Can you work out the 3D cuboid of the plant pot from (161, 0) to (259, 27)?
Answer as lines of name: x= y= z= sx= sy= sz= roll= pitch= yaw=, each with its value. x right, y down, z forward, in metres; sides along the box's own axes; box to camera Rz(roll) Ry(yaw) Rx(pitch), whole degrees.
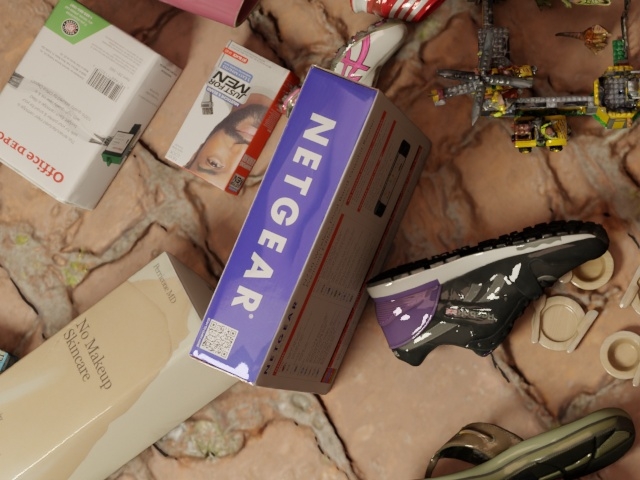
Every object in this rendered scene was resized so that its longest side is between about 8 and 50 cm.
plant pot: x=-0.147 y=-0.359 z=1.906 sx=0.180 sy=0.201 sz=0.201 roll=32 pitch=92 yaw=2

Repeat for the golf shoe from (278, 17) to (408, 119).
golf shoe: x=0.042 y=-0.190 z=1.889 sx=0.186 sy=0.067 sz=0.086 roll=-41 pitch=79 yaw=17

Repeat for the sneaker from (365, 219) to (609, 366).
sneaker: x=0.204 y=0.063 z=1.800 sx=0.283 sy=0.107 sz=0.124 roll=-17 pitch=95 yaw=18

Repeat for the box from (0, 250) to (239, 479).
box: x=-0.249 y=0.170 z=1.869 sx=0.311 sy=0.121 sz=0.148 roll=-38 pitch=55 yaw=7

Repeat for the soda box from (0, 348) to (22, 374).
soda box: x=-0.440 y=0.217 z=1.954 sx=0.063 sy=0.058 sz=0.183 roll=20 pitch=81 yaw=16

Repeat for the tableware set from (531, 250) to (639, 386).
tableware set: x=0.328 y=0.078 z=1.793 sx=0.168 sy=0.020 sz=0.141 roll=22 pitch=89 yaw=17

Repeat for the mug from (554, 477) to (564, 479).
mug: x=0.221 y=0.351 z=1.752 sx=0.169 sy=0.150 sz=0.113 roll=-29 pitch=42 yaw=9

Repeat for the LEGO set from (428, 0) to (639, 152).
LEGO set: x=0.262 y=-0.275 z=1.753 sx=0.255 sy=0.192 sz=0.331 roll=6 pitch=83 yaw=6

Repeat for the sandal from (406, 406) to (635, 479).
sandal: x=0.203 y=0.244 z=1.768 sx=0.303 sy=0.120 sz=0.086 roll=-21 pitch=60 yaw=5

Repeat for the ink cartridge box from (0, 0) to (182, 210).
ink cartridge box: x=-0.304 y=-0.170 z=1.964 sx=0.160 sy=0.092 sz=0.219 roll=34 pitch=92 yaw=18

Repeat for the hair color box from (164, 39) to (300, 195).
hair color box: x=-0.108 y=-0.150 z=1.929 sx=0.093 sy=0.053 sz=0.167 roll=29 pitch=92 yaw=17

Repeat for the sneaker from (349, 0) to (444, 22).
sneaker: x=0.123 y=-0.367 z=1.891 sx=0.128 sy=0.087 sz=0.221 roll=17 pitch=98 yaw=8

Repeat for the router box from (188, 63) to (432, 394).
router box: x=0.000 y=0.000 z=1.748 sx=0.082 sy=0.301 sz=0.335 roll=23 pitch=88 yaw=17
